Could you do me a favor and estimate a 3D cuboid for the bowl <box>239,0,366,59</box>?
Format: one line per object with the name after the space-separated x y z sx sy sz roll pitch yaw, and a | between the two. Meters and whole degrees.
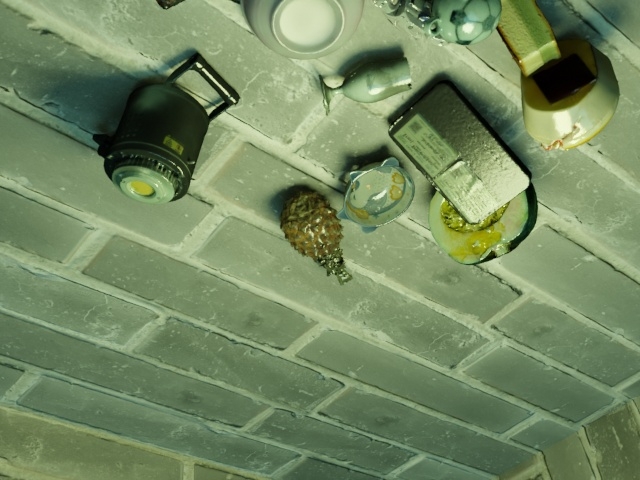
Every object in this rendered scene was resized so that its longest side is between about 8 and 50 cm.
-0.032 -0.509 1.678 0.287 0.143 0.286 -5 137 -4 | bowl

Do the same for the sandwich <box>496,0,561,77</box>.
0.461 -0.505 1.792 0.108 0.220 0.186 -30 169 18 | sandwich

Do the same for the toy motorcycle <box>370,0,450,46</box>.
0.204 -0.514 1.756 0.254 0.112 0.112 22 129 -30 | toy motorcycle

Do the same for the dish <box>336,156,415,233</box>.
0.140 -0.146 2.118 0.228 0.086 0.236 23 117 -33 | dish

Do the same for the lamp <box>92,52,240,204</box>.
-0.379 -0.225 1.828 0.374 0.272 0.205 -28 135 19 | lamp

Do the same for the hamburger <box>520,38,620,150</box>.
0.588 -0.348 1.834 0.227 0.295 0.151 -20 127 30 | hamburger

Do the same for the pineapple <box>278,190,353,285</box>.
0.000 0.000 2.226 0.175 0.175 0.361 -17 149 9 | pineapple

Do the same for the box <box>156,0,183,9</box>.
-0.303 -0.678 1.478 0.265 0.115 0.415 -22 134 12 | box

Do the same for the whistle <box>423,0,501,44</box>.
0.345 -0.517 1.677 0.290 0.163 0.163 -29 138 -14 | whistle

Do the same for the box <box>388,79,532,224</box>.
0.356 -0.221 1.979 0.211 0.058 0.350 -39 96 29 | box

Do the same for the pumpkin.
0.468 -0.074 2.135 0.293 0.263 0.197 -33 162 31 | pumpkin

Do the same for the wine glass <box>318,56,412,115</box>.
0.109 -0.378 1.866 0.222 0.103 0.103 -14 136 6 | wine glass
